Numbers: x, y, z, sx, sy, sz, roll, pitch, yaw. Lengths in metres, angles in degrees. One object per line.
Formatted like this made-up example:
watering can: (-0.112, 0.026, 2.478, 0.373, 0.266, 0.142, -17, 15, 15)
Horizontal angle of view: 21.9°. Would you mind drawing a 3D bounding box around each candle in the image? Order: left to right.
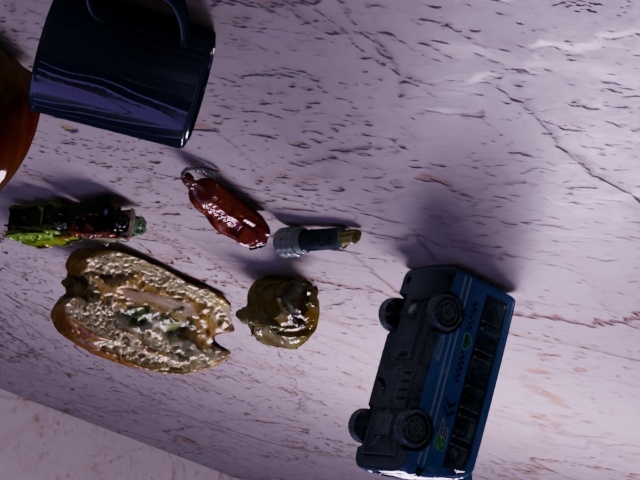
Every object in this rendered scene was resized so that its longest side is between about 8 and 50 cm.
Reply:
candle: (-0.106, -0.037, 1.844, 0.048, 0.053, 0.162, -1, 155, 33)

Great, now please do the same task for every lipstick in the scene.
lipstick: (0.000, 0.000, 1.890, 0.116, 0.037, 0.037, -3, 155, 40)

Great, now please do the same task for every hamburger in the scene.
hamburger: (-0.261, 0.109, 2.312, 0.283, 0.144, 0.157, 26, 162, -36)

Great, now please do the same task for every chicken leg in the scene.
chicken leg: (-0.051, 0.087, 2.136, 0.103, 0.088, 0.227, 29, 168, 5)

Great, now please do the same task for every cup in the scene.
cup: (-0.167, -0.151, 1.409, 0.138, 0.113, 0.150, 15, 166, -2)

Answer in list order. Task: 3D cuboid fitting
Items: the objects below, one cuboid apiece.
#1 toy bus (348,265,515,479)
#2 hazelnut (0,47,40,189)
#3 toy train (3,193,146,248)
toy bus: (0.133, 0.160, 1.909, 0.134, 0.246, 0.113, 23, 164, -29)
hazelnut: (-0.385, -0.117, 1.614, 0.212, 0.181, 0.181, 27, 163, -29)
toy train: (-0.311, -0.021, 2.097, 0.085, 0.053, 0.250, 19, 165, -40)
